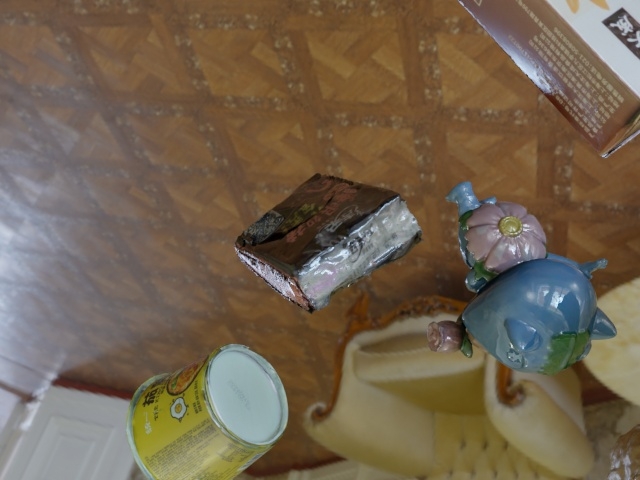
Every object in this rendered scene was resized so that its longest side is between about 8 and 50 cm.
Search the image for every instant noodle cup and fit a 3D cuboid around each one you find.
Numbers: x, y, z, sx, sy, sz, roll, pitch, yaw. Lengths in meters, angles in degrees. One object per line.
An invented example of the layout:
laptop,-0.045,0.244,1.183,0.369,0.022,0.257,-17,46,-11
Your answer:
instant noodle cup,-0.135,0.227,1.059,0.182,0.182,0.144,35,127,-26

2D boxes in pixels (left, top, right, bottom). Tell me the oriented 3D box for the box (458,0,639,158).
box,0.317,-0.342,0.885,0.385,0.344,0.122,52,165,13

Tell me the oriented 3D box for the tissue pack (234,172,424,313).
tissue pack,0.000,0.000,1.423,0.123,0.245,0.332,57,166,-22

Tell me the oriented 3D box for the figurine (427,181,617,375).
figurine,0.159,0.042,0.710,0.114,0.178,0.144,0,145,-34

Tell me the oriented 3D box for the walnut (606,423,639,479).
walnut,0.507,0.334,1.139,0.198,0.198,0.245,15,158,7
